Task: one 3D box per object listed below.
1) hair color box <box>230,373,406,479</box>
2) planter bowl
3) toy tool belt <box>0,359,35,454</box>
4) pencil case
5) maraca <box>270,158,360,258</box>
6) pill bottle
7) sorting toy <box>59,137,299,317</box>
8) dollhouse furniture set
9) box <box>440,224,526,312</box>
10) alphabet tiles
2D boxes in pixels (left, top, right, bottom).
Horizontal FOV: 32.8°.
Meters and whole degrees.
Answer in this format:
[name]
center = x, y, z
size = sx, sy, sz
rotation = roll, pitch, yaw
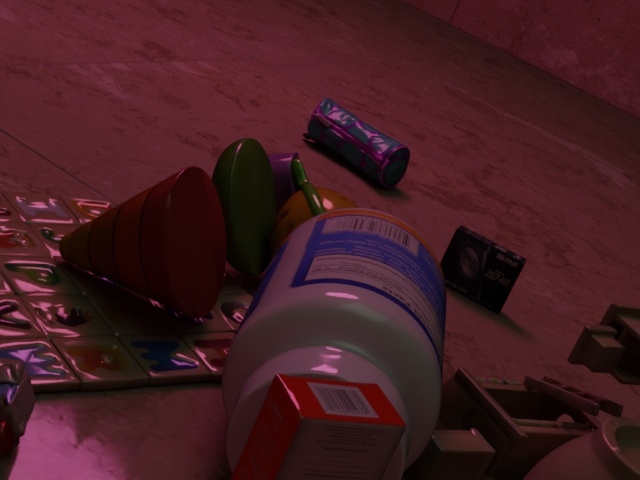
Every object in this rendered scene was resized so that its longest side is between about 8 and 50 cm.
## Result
[hair color box]
center = -0.014, 0.147, 0.622
size = 0.072, 0.141, 0.043
rotation = 11, 24, -30
[planter bowl]
center = 0.225, 0.199, 0.792
size = 0.162, 0.109, 0.162
rotation = 20, 20, -8
[toy tool belt]
center = -0.207, 0.108, 0.662
size = 0.051, 0.052, 0.083
rotation = -10, 21, 1
[pencil case]
center = 0.049, -0.132, 1.467
size = 0.151, 0.064, 0.070
rotation = 35, 8, 29
[maraca]
center = 0.000, 0.000, 1.027
size = 0.099, 0.127, 0.186
rotation = -14, 37, -7
[pill bottle]
center = 0.014, 0.086, 0.786
size = 0.152, 0.152, 0.272
rotation = 23, 22, -1
[sorting toy]
center = -0.121, -0.024, 0.996
size = 0.126, 0.127, 0.365
rotation = -3, 12, 16
[dollhouse furniture set]
center = 0.155, 0.106, 0.867
size = 0.182, 0.161, 0.101
rotation = 9, 25, -34
[box]
center = 0.176, 0.032, 1.202
size = 0.083, 0.067, 0.018
rotation = 29, 22, 14
[alphabet tiles]
center = -0.206, 0.031, 0.887
size = 0.342, 0.011, 0.285
rotation = 3, 29, -43
